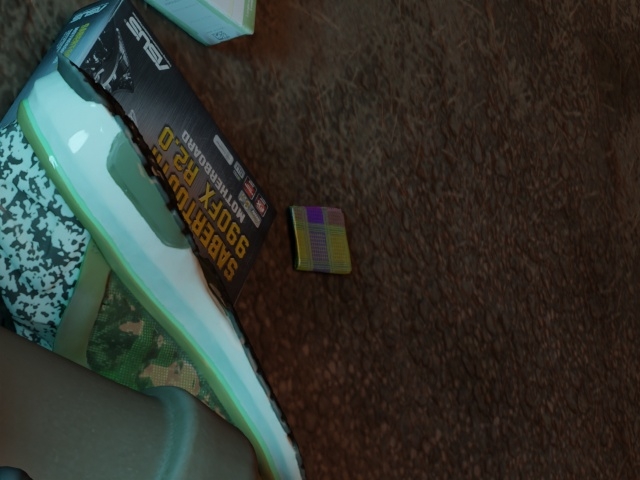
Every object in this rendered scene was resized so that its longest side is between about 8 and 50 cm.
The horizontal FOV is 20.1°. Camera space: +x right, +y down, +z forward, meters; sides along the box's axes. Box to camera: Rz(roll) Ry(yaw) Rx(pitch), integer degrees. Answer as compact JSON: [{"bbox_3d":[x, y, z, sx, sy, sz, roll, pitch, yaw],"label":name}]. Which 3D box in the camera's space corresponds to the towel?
[{"bbox_3d":[0.000,0.000,1.585,0.083,0.009,0.060,3,77,-55],"label":"towel"}]

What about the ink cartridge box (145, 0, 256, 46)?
[{"bbox_3d":[-0.135,-0.281,1.439,0.235,0.056,0.171,34,53,-49],"label":"ink cartridge box"}]

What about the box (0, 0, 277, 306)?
[{"bbox_3d":[-0.137,-0.038,1.349,0.231,0.056,0.183,56,38,-29],"label":"box"}]

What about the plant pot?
[{"bbox_3d":[-0.203,0.151,1.044,0.229,0.263,0.263,40,45,-19],"label":"plant pot"}]

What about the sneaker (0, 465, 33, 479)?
[{"bbox_3d":[-0.202,0.263,0.882,0.116,0.136,0.314,102,-5,-88],"label":"sneaker"}]

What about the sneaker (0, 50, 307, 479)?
[{"bbox_3d":[-0.144,0.079,1.231,0.410,0.182,0.158,64,-2,-24],"label":"sneaker"}]
